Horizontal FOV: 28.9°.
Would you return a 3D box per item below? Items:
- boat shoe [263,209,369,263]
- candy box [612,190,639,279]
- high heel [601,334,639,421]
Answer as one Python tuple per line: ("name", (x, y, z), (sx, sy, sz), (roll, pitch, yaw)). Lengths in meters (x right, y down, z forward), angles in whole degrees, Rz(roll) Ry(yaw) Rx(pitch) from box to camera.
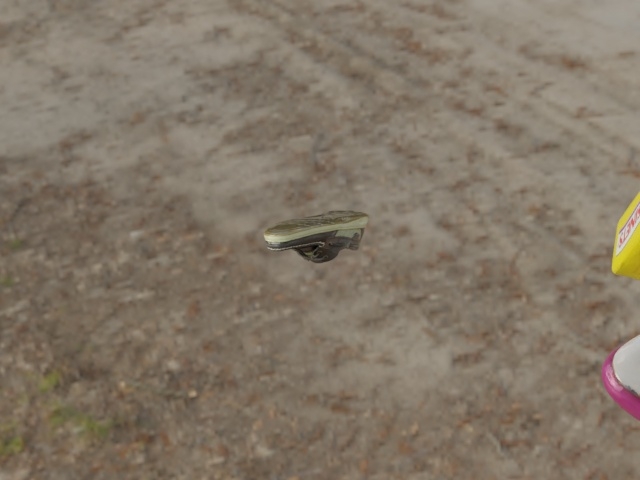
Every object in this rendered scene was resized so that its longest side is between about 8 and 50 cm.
("boat shoe", (0.000, 0.000, 1.286), (0.056, 0.049, 0.152), (7, 13, 39))
("candy box", (0.200, 0.009, 0.364), (0.206, 0.105, 0.027), (16, 61, 3))
("high heel", (0.361, 0.179, 1.067), (0.377, 0.181, 0.127), (15, 46, -23))
